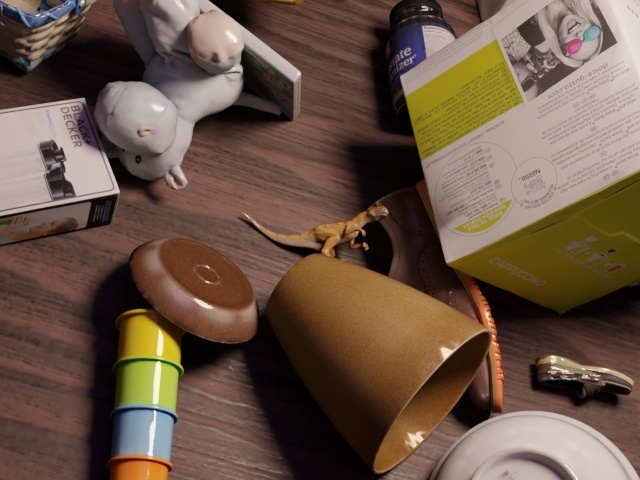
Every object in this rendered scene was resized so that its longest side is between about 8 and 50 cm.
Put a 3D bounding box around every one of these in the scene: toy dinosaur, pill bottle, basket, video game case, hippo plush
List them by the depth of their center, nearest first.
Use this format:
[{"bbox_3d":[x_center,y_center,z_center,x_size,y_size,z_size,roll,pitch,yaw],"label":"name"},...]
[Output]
[{"bbox_3d":[-0.436,-0.409,1.413,0.255,0.289,0.201,36,55,2],"label":"basket"},{"bbox_3d":[-0.239,-0.218,1.442,0.234,0.294,0.236,33,79,17],"label":"hippo plush"},{"bbox_3d":[0.000,0.000,1.471,0.211,0.064,0.112,-11,63,1],"label":"toy dinosaur"},{"bbox_3d":[-0.118,-0.280,1.520,0.212,0.193,0.023,38,81,5],"label":"video game case"},{"bbox_3d":[0.173,-0.298,1.675,0.123,0.123,0.219,5,58,-17],"label":"pill bottle"}]

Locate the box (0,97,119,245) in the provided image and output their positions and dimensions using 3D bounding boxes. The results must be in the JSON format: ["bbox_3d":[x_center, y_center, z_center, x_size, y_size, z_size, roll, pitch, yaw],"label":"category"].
[{"bbox_3d":[-0.436,-0.085,1.340,0.290,0.087,0.169,-12,65,-26],"label":"box"}]

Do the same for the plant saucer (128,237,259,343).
[{"bbox_3d":[-0.159,0.056,1.330,0.199,0.036,0.198,28,25,-14],"label":"plant saucer"}]

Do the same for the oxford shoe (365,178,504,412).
[{"bbox_3d":[0.171,0.090,1.463,0.133,0.130,0.363,-19,68,1],"label":"oxford shoe"}]

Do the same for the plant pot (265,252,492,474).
[{"bbox_3d":[0.055,0.139,1.327,0.254,0.237,0.237,38,53,23],"label":"plant pot"}]

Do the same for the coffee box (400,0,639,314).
[{"bbox_3d":[0.369,-0.130,1.442,0.338,0.338,0.334,21,49,-46],"label":"coffee box"}]

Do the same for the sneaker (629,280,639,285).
[{"bbox_3d":[0.564,0.036,1.635,0.292,0.110,0.118,21,46,-8],"label":"sneaker"}]

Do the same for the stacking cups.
[{"bbox_3d":[-0.219,0.241,1.217,0.096,0.096,0.316,9,57,-15],"label":"stacking cups"}]

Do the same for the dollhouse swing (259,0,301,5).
[{"bbox_3d":[-0.070,-0.570,1.706,0.347,0.305,0.315,11,17,21],"label":"dollhouse swing"}]

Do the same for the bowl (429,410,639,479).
[{"bbox_3d":[0.259,0.340,1.230,0.298,0.134,0.298,-6,64,13],"label":"bowl"}]

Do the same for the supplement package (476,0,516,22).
[{"bbox_3d":[0.409,-0.489,1.861,0.203,0.149,0.194,4,59,-18],"label":"supplement package"}]

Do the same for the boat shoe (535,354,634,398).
[{"bbox_3d":[0.394,0.214,1.493,0.152,0.056,0.049,13,61,-1],"label":"boat shoe"}]
